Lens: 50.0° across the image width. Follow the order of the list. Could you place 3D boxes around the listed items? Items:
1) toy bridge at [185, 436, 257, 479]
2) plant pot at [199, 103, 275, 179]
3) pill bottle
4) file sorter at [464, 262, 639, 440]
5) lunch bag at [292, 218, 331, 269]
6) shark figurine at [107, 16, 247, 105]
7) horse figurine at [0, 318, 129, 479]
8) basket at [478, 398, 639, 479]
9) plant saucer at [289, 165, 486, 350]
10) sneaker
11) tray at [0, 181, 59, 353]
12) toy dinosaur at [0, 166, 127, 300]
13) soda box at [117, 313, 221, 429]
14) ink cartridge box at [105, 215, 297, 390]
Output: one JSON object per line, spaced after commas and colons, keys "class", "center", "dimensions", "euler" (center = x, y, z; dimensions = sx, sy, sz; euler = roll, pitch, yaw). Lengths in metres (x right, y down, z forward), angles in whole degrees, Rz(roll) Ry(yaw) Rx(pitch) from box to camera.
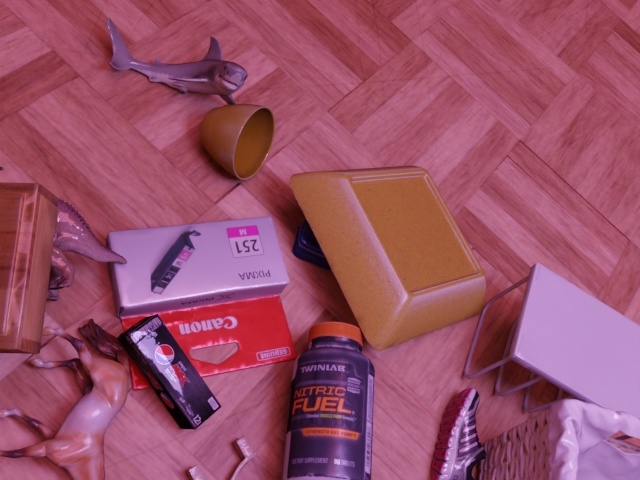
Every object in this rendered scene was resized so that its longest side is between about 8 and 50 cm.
{"class": "toy bridge", "center": [-0.169, 0.350, 0.974], "dimensions": [0.188, 0.026, 0.063], "euler": [-24, 78, -31]}
{"class": "plant pot", "center": [-0.154, -0.186, 1.211], "dimensions": [0.095, 0.134, 0.134], "euler": [23, 54, 19]}
{"class": "pill bottle", "center": [0.016, 0.250, 1.043], "dimensions": [0.130, 0.130, 0.245], "euler": [14, 59, -16]}
{"class": "file sorter", "center": [0.425, 0.214, 1.209], "dimensions": [0.278, 0.173, 0.193], "euler": [31, 56, -6]}
{"class": "lunch bag", "center": [0.000, 0.000, 1.204], "dimensions": [0.098, 0.065, 0.067], "euler": [22, 58, -12]}
{"class": "shark figurine", "center": [-0.238, -0.325, 1.244], "dimensions": [0.278, 0.166, 0.116], "euler": [13, 85, 13]}
{"class": "horse figurine", "center": [-0.337, 0.228, 0.943], "dimensions": [0.174, 0.066, 0.263], "euler": [25, 58, -7]}
{"class": "basket", "center": [0.421, 0.455, 1.027], "dimensions": [0.328, 0.266, 0.331], "euler": [20, 59, -13]}
{"class": "plant saucer", "center": [0.146, -0.004, 1.204], "dimensions": [0.333, 0.081, 0.333], "euler": [-10, 68, -45]}
{"class": "sneaker", "center": [0.240, 0.330, 1.138], "dimensions": [0.075, 0.063, 0.170], "euler": [27, 62, -8]}
{"class": "tray", "center": [-0.549, 0.030, 0.843], "dimensions": [0.411, 0.076, 0.202], "euler": [1, 76, 0]}
{"class": "toy dinosaur", "center": [-0.431, -0.020, 0.969], "dimensions": [0.296, 0.127, 0.200], "euler": [-1, 76, -9]}
{"class": "soda box", "center": [-0.218, 0.190, 0.992], "dimensions": [0.053, 0.060, 0.169], "euler": [-37, 100, -33]}
{"class": "ink cartridge box", "center": [-0.181, 0.090, 1.087], "dimensions": [0.275, 0.060, 0.239], "euler": [-7, 66, -26]}
